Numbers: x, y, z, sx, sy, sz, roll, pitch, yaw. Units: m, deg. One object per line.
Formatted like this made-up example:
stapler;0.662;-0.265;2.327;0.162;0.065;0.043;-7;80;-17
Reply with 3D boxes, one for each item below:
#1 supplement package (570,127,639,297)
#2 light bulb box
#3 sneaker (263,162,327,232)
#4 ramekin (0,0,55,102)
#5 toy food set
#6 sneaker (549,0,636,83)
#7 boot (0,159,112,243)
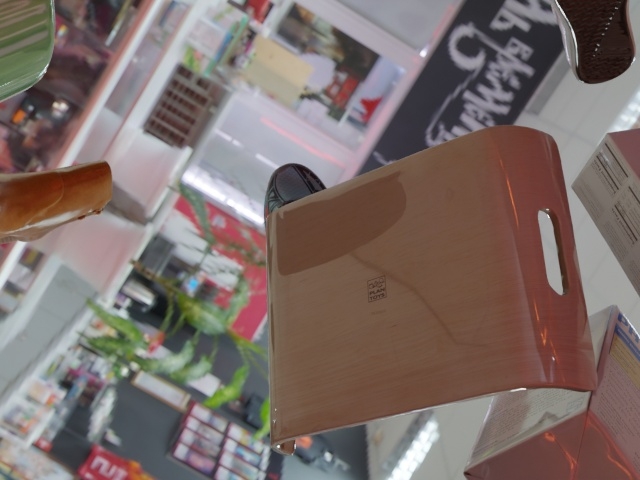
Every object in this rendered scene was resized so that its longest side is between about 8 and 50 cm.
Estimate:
supplement package;0.577;-0.046;1.581;0.145;0.204;0.262;112;-39;-52
light bulb box;0.442;0.352;1.500;0.225;0.358;0.361;-34;-176;29
sneaker;0.000;0.000;1.174;0.125;0.104;0.262;98;-23;-59
ramekin;-0.389;-0.253;0.932;0.148;0.303;0.303;-31;167;-35
toy food set;0.075;0.052;0.835;0.306;0.092;0.219;-20;-120;34
sneaker;0.278;-0.297;1.037;0.290;0.106;0.123;66;13;-59
boot;-0.378;-0.068;1.283;0.211;0.104;0.295;-22;173;-19
